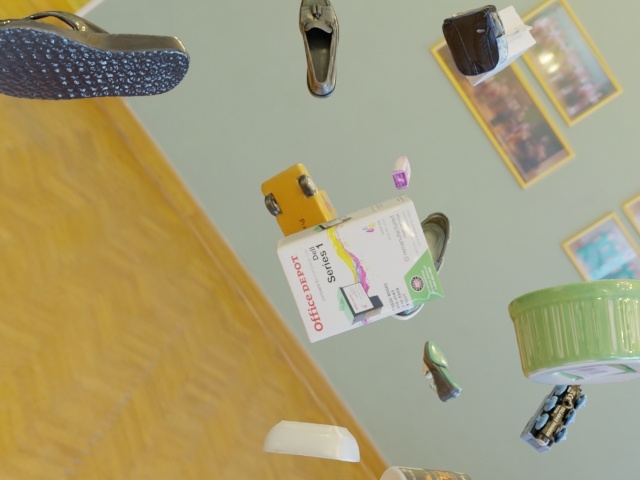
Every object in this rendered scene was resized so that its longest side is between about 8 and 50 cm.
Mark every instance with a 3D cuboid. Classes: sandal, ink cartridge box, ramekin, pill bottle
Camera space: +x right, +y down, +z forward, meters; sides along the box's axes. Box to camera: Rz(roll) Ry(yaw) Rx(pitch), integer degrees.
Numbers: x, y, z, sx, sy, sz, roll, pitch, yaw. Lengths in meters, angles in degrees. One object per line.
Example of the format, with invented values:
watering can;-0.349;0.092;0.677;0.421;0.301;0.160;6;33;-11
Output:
sandal;-0.446;-0.340;1.697;0.445;0.167;0.107;-4;55;-48
ink cartridge box;0.340;-0.384;1.820;0.090;0.092;0.143;58;-28;3
ramekin;0.521;0.185;1.795;0.303;0.303;0.148;36;49;-62
ink cartridge box;0.073;0.054;1.807;0.117;0.278;0.201;-100;170;-81
pill bottle;0.254;0.564;2.018;0.245;0.130;0.130;12;33;-26

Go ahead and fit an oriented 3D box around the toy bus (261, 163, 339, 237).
toy bus;0.000;0.000;2.020;0.333;0.108;0.130;62;17;2

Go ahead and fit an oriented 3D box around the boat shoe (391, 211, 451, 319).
boat shoe;0.226;0.052;2.178;0.114;0.091;0.303;22;50;2

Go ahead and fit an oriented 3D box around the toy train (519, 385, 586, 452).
toy train;0.535;0.397;2.132;0.080;0.184;0.105;38;-26;2

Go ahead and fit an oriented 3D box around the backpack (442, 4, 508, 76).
backpack;0.290;-0.365;1.698;0.084;0.105;0.114;-39;114;-49

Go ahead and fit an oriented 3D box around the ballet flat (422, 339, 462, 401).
ballet flat;0.294;0.335;2.361;0.074;0.074;0.203;49;10;-34

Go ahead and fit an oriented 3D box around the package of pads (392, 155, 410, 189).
package of pads;0.191;-0.160;2.191;0.083;0.032;0.050;-69;144;-59

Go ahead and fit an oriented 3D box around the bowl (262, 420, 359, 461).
bowl;-0.012;0.318;1.477;0.142;0.141;0.053;41;53;-70

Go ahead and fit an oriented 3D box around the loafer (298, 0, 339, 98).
loafer;0.001;-0.475;2.202;0.084;0.096;0.268;91;-6;-83
